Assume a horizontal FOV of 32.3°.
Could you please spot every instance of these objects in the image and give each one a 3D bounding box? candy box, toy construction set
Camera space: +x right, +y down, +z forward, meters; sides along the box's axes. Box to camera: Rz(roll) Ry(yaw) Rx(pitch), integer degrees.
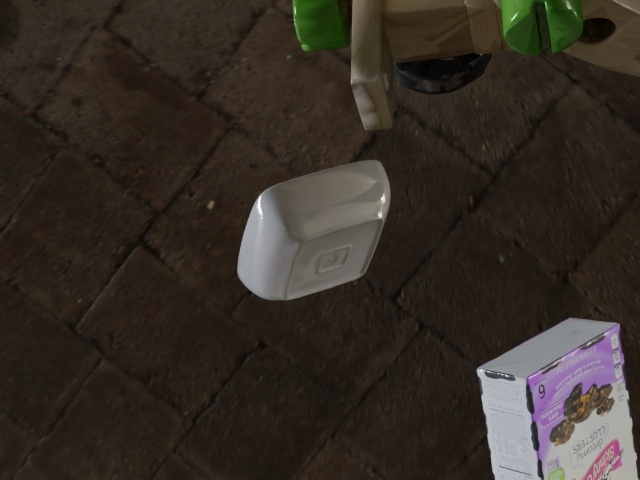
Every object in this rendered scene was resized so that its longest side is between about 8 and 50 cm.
[{"bbox_3d":[0.257,0.202,1.176,0.070,0.165,0.196,5,111,49],"label":"candy box"},{"bbox_3d":[0.083,-0.185,0.493,0.237,0.257,0.309,-4,87,20],"label":"toy construction set"}]

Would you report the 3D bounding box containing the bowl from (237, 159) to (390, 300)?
[{"bbox_3d":[0.000,0.000,1.020,0.053,0.142,0.142,58,149,29],"label":"bowl"}]
